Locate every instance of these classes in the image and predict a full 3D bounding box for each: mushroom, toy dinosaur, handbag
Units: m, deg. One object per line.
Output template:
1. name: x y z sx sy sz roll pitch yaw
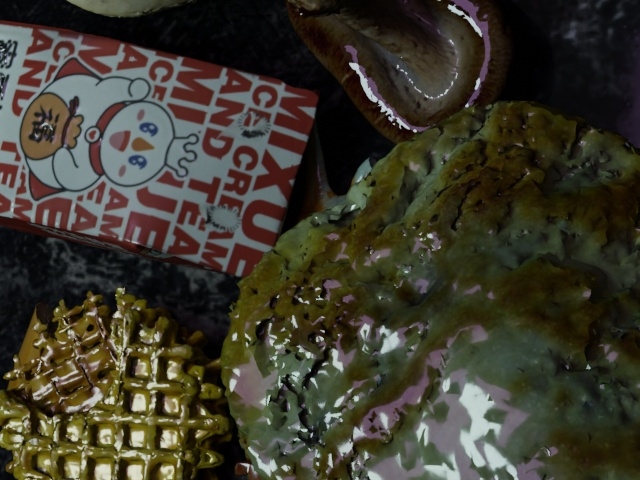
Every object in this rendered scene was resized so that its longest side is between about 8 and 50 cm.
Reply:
1. mushroom: 0.025 -0.182 1.176 0.148 0.217 0.227 -50 62 13
2. toy dinosaur: 0.001 0.001 1.262 0.142 0.057 0.212 -51 41 30
3. handbag: -0.145 -0.073 1.290 0.298 0.151 0.171 10 84 30

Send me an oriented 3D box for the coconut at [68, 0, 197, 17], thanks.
1. coconut: -0.162 -0.304 1.299 0.259 0.259 0.259 -6 78 28

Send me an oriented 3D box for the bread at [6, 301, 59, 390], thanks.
1. bread: -0.228 0.109 1.360 0.062 0.049 0.103 20 92 30

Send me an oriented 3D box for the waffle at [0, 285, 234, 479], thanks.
1. waffle: -0.165 0.141 1.285 0.197 0.070 0.193 30 93 13

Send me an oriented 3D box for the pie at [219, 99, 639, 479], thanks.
1. pie: 0.151 0.113 1.026 0.395 0.180 0.418 -43 59 -15
